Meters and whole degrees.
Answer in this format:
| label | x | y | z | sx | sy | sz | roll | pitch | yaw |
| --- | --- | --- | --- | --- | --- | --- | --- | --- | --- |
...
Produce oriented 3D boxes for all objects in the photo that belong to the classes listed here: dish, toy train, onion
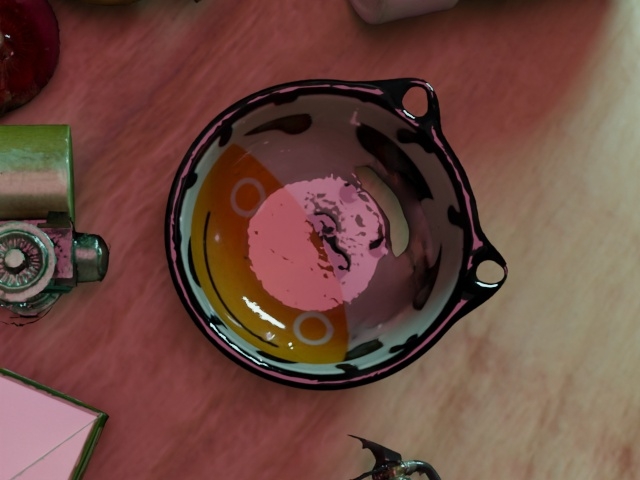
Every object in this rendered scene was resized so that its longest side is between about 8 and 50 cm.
| label | x | y | z | sx | sy | sz | roll | pitch | yaw |
| --- | --- | --- | --- | --- | --- | --- | --- | --- | --- |
| dish | 0.000 | 0.000 | 1.180 | 0.303 | 0.120 | 0.303 | 2 | 78 | -8 |
| toy train | -0.336 | -0.021 | 1.123 | 0.307 | 0.126 | 0.189 | -1 | 89 | -7 |
| onion | -0.301 | -0.183 | 1.163 | 0.150 | 0.140 | 0.150 | 2 | 83 | -19 |

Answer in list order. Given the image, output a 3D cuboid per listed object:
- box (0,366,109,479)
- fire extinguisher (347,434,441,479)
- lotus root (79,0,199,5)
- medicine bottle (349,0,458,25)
| label | x | y | z | sx | sy | sz | roll | pitch | yaw |
| --- | --- | --- | --- | --- | --- | --- | --- | --- | --- |
| box | -0.299 | 0.187 | 1.085 | 0.195 | 0.148 | 0.177 | 23 | 81 | -4 |
| fire extinguisher | 0.093 | 0.305 | 1.151 | 0.118 | 0.093 | 0.294 | -8 | 78 | -36 |
| lotus root | -0.233 | -0.294 | 1.188 | 0.303 | 0.131 | 0.146 | 24 | 41 | -13 |
| medicine bottle | 0.178 | -0.334 | 1.229 | 0.325 | 0.212 | 0.212 | -16 | 81 | -11 |
